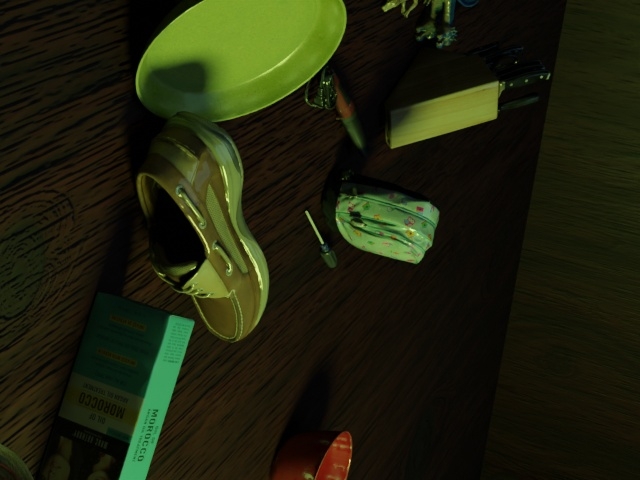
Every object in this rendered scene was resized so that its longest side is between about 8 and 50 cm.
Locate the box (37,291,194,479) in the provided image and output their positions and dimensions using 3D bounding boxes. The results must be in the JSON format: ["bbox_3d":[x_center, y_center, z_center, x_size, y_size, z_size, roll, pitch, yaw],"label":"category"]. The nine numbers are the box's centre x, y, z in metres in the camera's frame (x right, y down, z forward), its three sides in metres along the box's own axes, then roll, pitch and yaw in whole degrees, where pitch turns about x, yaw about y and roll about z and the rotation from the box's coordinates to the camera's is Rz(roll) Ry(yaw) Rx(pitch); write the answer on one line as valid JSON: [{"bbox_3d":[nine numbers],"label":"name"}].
[{"bbox_3d":[-0.227,0.187,1.145,0.060,0.100,0.244,26,80,-68],"label":"box"}]

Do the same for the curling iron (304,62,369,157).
[{"bbox_3d":[0.031,-0.193,1.621,0.068,0.035,0.274,-66,157,-11],"label":"curling iron"}]

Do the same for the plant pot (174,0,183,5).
[{"bbox_3d":[-0.085,-0.285,1.173,0.109,0.096,0.109,43,65,-68],"label":"plant pot"}]

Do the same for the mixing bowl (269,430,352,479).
[{"bbox_3d":[-0.025,0.402,1.813,0.181,0.098,0.181,16,90,-70],"label":"mixing bowl"}]

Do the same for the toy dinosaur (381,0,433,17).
[{"bbox_3d":[0.161,-0.438,1.750,0.183,0.053,0.092,-65,156,-22],"label":"toy dinosaur"}]

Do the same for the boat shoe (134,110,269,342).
[{"bbox_3d":[-0.148,0.006,1.215,0.116,0.123,0.324,-49,142,-36],"label":"boat shoe"}]

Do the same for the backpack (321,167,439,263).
[{"bbox_3d":[0.102,-0.036,1.705,0.152,0.182,0.115,34,73,-69],"label":"backpack"}]

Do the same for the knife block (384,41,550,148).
[{"bbox_3d":[0.270,-0.259,1.888,0.276,0.242,0.088,-56,152,-38],"label":"knife block"}]

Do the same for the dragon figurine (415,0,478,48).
[{"bbox_3d":[0.251,-0.481,1.897,0.289,0.085,0.144,-59,157,-24],"label":"dragon figurine"}]

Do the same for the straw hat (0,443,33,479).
[{"bbox_3d":[-0.337,0.253,0.960,0.061,0.144,0.144,-36,-172,40],"label":"straw hat"}]

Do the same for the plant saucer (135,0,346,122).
[{"bbox_3d":[-0.089,-0.212,1.126,0.037,0.241,0.241,66,9,21],"label":"plant saucer"}]

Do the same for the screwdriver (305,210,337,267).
[{"bbox_3d":[0.000,0.000,1.700,0.170,0.024,0.025,60,20,-60],"label":"screwdriver"}]
